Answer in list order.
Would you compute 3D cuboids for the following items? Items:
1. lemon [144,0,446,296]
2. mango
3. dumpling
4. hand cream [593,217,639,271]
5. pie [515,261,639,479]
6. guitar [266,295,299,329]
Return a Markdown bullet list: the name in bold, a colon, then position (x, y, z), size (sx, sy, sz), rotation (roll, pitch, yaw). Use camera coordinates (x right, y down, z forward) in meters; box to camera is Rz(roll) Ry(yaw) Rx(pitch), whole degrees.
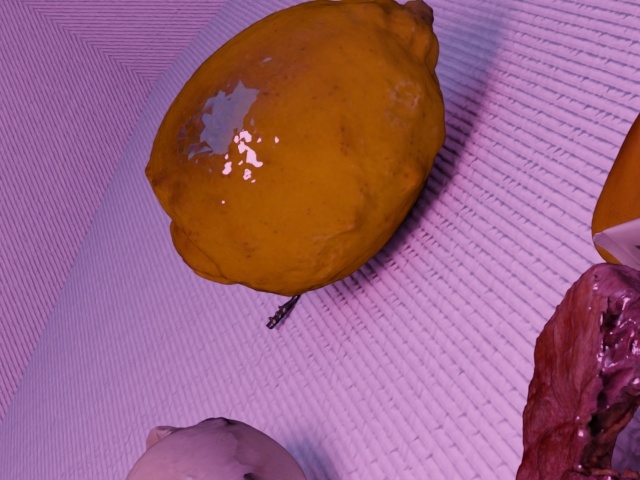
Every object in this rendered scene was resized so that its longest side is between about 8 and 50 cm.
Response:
- **lemon**: position (-0.016, -0.094, 1.372), size (0.316, 0.285, 0.285), rotation (-31, 9, -20)
- **mango**: position (0.239, -0.043, 0.897), size (0.163, 0.089, 0.111), rotation (-62, 2, 21)
- **dumpling**: position (-0.095, 0.278, 1.180), size (0.243, 0.175, 0.226), rotation (-69, -16, -75)
- **hand cream**: position (0.269, -0.016, 0.801), size (0.234, 0.080, 0.050), rotation (-30, 26, 49)
- **pie**: position (0.160, 0.123, 0.774), size (0.204, 0.054, 0.218), rotation (123, 153, -76)
- **guitar**: position (0.000, 0.000, 1.549), size (0.233, 0.025, 0.088), rotation (-58, 19, 0)
